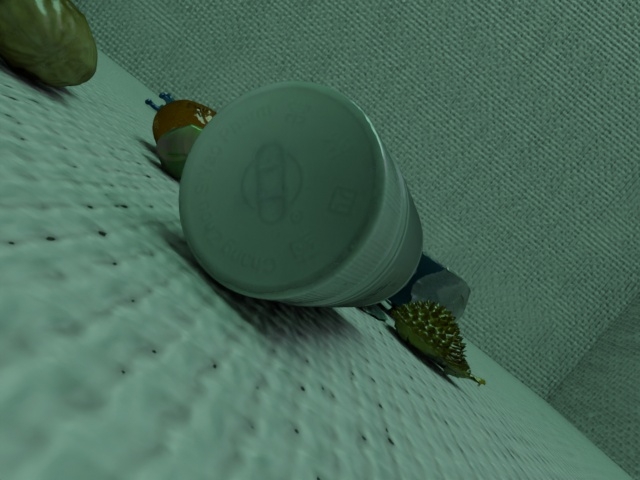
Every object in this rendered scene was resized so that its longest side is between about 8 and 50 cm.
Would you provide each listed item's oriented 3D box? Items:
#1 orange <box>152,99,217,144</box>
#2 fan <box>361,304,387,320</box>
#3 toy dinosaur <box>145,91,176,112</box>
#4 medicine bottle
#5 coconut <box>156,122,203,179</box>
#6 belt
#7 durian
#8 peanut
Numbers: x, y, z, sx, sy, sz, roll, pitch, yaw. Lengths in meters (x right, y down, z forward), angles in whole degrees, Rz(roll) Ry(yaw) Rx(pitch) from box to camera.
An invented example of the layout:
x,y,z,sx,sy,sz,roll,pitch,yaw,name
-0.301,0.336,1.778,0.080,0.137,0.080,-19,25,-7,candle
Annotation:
x,y,z,sx,sy,sz,roll,pitch,yaw,name
-0.226,-0.180,0.817,0.136,0.117,0.135,25,-17,8,orange
0.063,0.105,0.912,0.240,0.009,0.131,35,5,-40,fan
-0.524,-0.457,1.651,0.144,0.076,0.329,44,4,-16,toy dinosaur
0.008,-0.021,0.520,0.190,0.190,0.332,40,4,17,medicine bottle
-0.204,-0.131,0.706,0.082,0.081,0.083,2,-6,42,coconut
0.203,0.083,1.256,0.300,0.173,0.436,34,5,-31,belt
0.221,0.180,0.856,0.208,0.102,0.146,44,0,23,durian
-0.357,-0.260,0.631,0.120,0.110,0.236,15,3,-17,peanut
